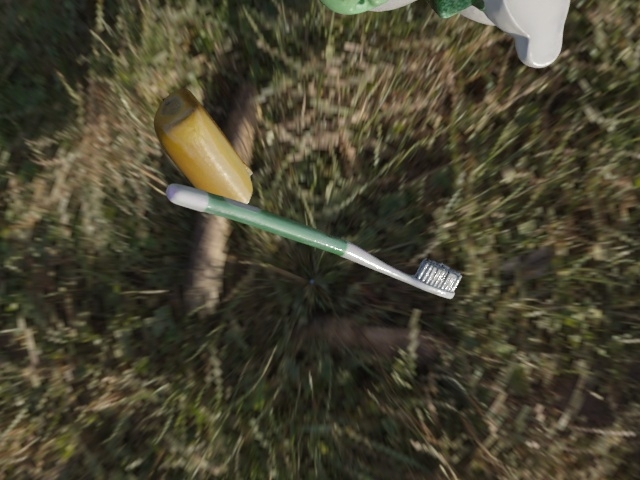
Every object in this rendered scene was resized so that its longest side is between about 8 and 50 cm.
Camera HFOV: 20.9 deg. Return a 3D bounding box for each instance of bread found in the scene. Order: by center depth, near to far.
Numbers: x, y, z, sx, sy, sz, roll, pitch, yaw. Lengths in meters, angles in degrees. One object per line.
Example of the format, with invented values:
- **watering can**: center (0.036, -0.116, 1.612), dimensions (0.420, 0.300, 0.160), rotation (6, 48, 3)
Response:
- **bread**: center (-0.100, -0.076, 1.453), dimensions (0.049, 0.062, 0.103), rotation (-35, 126, 0)

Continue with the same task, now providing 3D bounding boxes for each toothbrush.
- **toothbrush**: center (0.000, 0.000, 1.264), dimensions (0.257, 0.018, 0.024), rotation (18, 108, -30)

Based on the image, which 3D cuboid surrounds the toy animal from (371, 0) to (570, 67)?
- **toy animal**: center (0.099, -0.193, 1.120), dimensions (0.127, 0.181, 0.131), rotation (13, 99, -26)

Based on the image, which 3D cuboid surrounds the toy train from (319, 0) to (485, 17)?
- **toy train**: center (0.010, -0.167, 0.722), dimensions (0.132, 0.083, 0.200), rotation (-27, 51, -6)
